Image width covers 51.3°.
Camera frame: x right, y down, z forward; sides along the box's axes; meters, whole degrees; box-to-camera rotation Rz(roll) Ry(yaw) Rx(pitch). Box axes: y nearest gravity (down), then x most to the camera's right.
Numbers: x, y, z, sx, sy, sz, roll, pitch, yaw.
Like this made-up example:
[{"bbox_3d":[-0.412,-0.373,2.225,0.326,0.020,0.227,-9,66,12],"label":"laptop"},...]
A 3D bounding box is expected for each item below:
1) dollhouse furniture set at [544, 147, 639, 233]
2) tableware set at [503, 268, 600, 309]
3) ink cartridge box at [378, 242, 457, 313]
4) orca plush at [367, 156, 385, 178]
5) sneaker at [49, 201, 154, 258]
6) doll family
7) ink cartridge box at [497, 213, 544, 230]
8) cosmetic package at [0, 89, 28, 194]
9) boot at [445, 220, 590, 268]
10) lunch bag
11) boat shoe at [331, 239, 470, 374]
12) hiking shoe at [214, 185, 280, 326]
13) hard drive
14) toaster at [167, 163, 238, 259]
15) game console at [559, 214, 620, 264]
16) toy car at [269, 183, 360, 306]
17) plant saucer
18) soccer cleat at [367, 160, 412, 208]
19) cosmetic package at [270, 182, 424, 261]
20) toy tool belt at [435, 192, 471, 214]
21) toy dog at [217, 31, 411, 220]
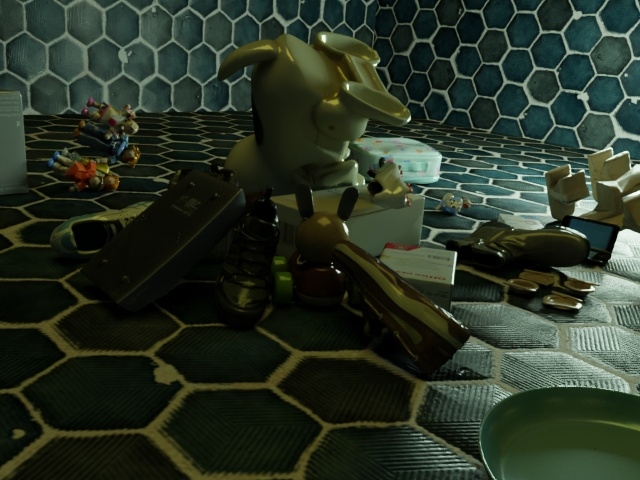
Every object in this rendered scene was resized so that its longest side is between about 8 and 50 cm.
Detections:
[{"bbox_3d":[0.813,-0.069,1.587,0.394,0.257,0.362,-21,22,-10],"label":"dollhouse furniture set"},{"bbox_3d":[0.414,0.084,1.202,0.141,0.020,0.168,16,20,33],"label":"tableware set"},{"bbox_3d":[0.155,0.067,1.100,0.127,0.073,0.175,8,18,11],"label":"ink cartridge box"},{"bbox_3d":[0.145,-0.132,1.702,0.102,0.151,0.287,-27,22,2],"label":"orca plush"},{"bbox_3d":[-0.367,-0.018,1.216,0.237,0.085,0.086,-20,18,-42],"label":"sneaker"},{"bbox_3d":[-0.545,-0.217,1.660,0.163,0.263,0.118,27,-18,-6],"label":"doll family"},{"bbox_3d":[0.447,-0.017,1.483,0.088,0.052,0.122,6,18,3],"label":"ink cartridge box"},{"bbox_3d":[-0.759,-0.226,1.540,0.127,0.238,0.107,-13,22,-38],"label":"cosmetic package"},{"bbox_3d":[0.384,0.026,1.313,0.246,0.084,0.161,10,22,39],"label":"boot"},{"bbox_3d":[0.220,-0.243,2.055,0.279,0.108,0.224,-3,24,-17],"label":"lunch bag"},{"bbox_3d":[0.086,0.091,0.934,0.095,0.095,0.257,32,5,-44],"label":"boat shoe"},{"bbox_3d":[-0.109,0.021,1.011,0.086,0.114,0.227,9,47,-6],"label":"hiking shoe"},{"bbox_3d":[-0.243,-0.003,1.055,0.255,0.054,0.172,-45,39,-18],"label":"hard drive"},{"bbox_3d":[-0.224,-0.055,1.271,0.129,0.147,0.227,3,18,-8],"label":"toaster"},{"bbox_3d":[0.565,-0.003,1.434,0.122,0.071,0.107,16,20,33],"label":"game console"},{"bbox_3d":[0.000,0.000,1.082,0.154,0.189,0.149,1,18,-11],"label":"toy car"},{"bbox_3d":[0.310,0.238,0.644,0.317,0.044,0.318,5,17,-1],"label":"plant saucer"},{"bbox_3d":[0.127,-0.113,1.316,0.076,0.068,0.196,1,21,-5],"label":"soccer cleat"},{"bbox_3d":[0.050,-0.035,1.340,0.309,0.113,0.160,-13,25,-43],"label":"cosmetic package"},{"bbox_3d":[0.338,-0.086,1.700,0.051,0.052,0.083,-43,37,-24],"label":"toy tool belt"},{"bbox_3d":[-0.061,-0.208,1.429,0.395,0.408,0.285,1,47,-37],"label":"toy dog"}]
